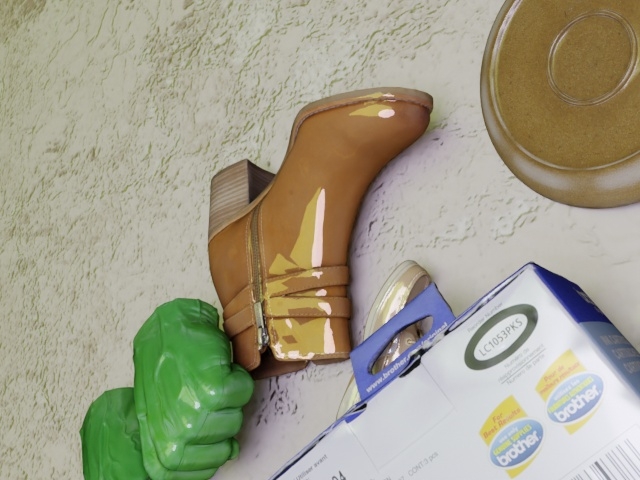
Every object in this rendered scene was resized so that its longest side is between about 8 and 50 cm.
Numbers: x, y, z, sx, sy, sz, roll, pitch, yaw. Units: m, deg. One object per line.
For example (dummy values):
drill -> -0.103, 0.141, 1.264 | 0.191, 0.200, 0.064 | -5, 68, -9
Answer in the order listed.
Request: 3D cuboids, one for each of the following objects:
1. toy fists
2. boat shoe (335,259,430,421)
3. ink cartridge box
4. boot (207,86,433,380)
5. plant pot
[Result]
toy fists -> -0.153, 0.190, 0.777 | 0.279, 0.096, 0.142 | -51, 40, 33
boat shoe -> 0.069, 0.103, 0.701 | 0.059, 0.063, 0.170 | 22, 99, 34
ink cartridge box -> 0.142, 0.203, 0.540 | 0.270, 0.151, 0.395 | -43, 65, 16
boot -> 0.000, 0.000, 0.742 | 0.283, 0.109, 0.220 | -23, 64, 31
plant pot -> 0.222, -0.144, 0.646 | 0.236, 0.032, 0.236 | -6, 82, 45
